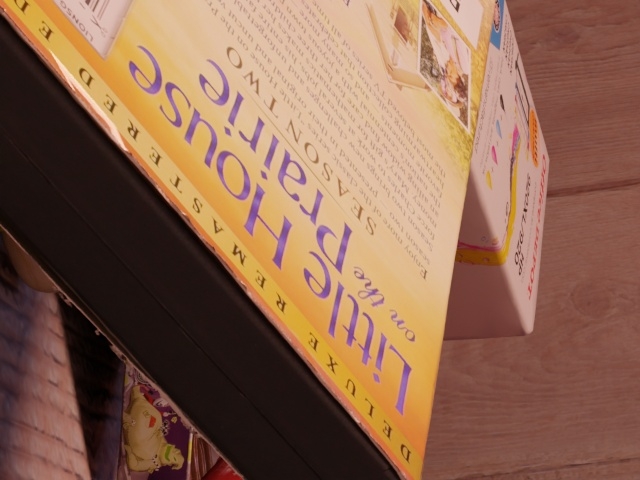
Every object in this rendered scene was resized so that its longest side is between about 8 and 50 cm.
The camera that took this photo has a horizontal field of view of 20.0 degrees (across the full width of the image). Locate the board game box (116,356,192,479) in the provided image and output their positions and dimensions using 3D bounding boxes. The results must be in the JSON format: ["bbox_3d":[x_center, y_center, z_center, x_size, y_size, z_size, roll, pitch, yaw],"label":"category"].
[{"bbox_3d":[-0.093,-0.017,1.147,0.347,0.056,0.208,-97,-173,-68],"label":"board game box"}]

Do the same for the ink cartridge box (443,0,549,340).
[{"bbox_3d":[0.054,-0.061,1.267,0.233,0.168,0.171,66,28,-48],"label":"ink cartridge box"}]

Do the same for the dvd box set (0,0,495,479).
[{"bbox_3d":[-0.040,-0.122,0.775,0.307,0.062,0.420,49,30,-25],"label":"dvd box set"}]

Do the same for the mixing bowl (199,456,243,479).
[{"bbox_3d":[-0.046,0.230,1.139,0.181,0.098,0.181,34,-40,35],"label":"mixing bowl"}]

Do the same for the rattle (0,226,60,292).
[{"bbox_3d":[-0.091,-0.038,0.914,0.200,0.142,0.130,59,9,-70],"label":"rattle"}]

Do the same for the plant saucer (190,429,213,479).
[{"bbox_3d":[-0.099,0.163,1.314,0.168,0.029,0.168,-7,90,-88],"label":"plant saucer"}]
